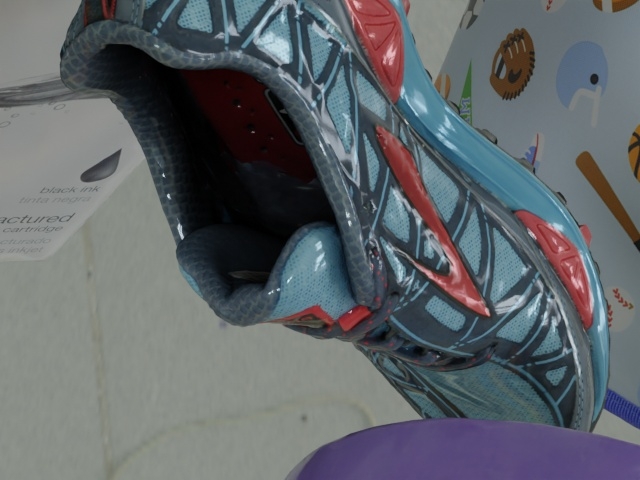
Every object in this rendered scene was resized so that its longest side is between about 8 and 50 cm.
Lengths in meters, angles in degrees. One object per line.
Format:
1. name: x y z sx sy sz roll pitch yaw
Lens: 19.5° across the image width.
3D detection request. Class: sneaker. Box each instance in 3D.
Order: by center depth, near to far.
1. sneaker: 0.000 0.000 0.619 0.104 0.125 0.262 -18 119 39

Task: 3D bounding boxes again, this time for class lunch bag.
1. lunch bag: 0.256 -0.061 1.237 0.239 0.385 0.327 9 112 -27

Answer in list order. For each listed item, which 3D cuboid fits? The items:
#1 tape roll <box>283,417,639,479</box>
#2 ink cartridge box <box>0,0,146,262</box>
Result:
1. tape roll: 0.062 0.132 0.478 0.189 0.080 0.189 15 144 11
2. ink cartridge box: -0.148 -0.102 0.734 0.207 0.117 0.283 -1 153 -37
